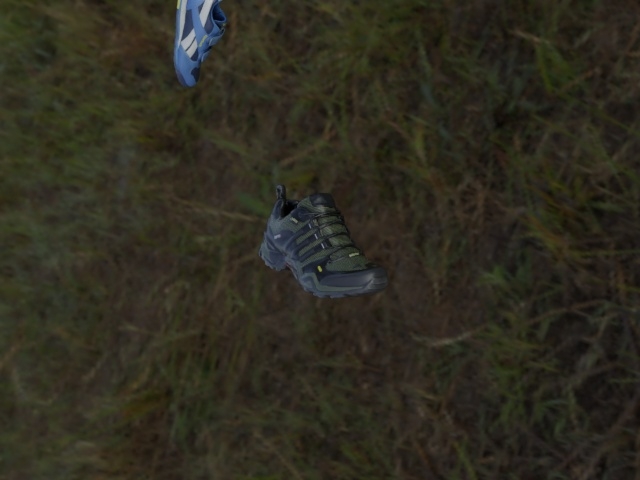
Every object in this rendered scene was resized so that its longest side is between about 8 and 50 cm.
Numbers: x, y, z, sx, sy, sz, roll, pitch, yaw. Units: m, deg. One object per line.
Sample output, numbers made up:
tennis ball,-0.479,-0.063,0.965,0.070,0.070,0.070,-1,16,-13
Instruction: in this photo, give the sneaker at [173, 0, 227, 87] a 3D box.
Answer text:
sneaker,-0.144,-0.247,1.410,0.053,0.059,0.144,-85,4,-54

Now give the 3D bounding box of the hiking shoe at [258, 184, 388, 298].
hiking shoe,0.000,0.000,1.505,0.227,0.086,0.114,23,114,44
